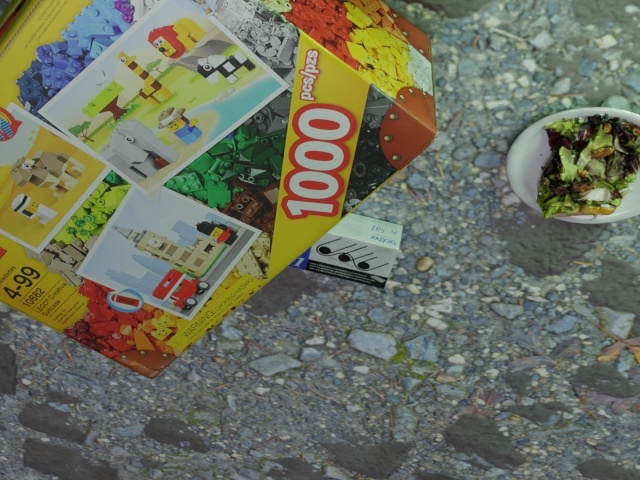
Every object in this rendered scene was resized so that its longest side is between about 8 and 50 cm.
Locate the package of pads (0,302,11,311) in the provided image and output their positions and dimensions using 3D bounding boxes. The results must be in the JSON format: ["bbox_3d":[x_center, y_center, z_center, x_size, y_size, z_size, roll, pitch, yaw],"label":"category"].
[{"bbox_3d":[-0.511,-0.063,1.301,0.297,0.101,0.229,20,107,-9],"label":"package of pads"}]

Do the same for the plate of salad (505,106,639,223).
[{"bbox_3d":[0.317,-0.077,1.158,0.200,0.048,0.199,9,142,7],"label":"plate of salad"}]

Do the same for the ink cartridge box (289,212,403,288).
[{"bbox_3d":[0.000,0.000,1.352,0.207,0.046,0.097,14,142,-1],"label":"ink cartridge box"}]

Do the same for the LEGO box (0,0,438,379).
[{"bbox_3d":[-0.180,-0.116,1.057,0.373,0.193,0.500,32,126,-24],"label":"LEGO box"}]
